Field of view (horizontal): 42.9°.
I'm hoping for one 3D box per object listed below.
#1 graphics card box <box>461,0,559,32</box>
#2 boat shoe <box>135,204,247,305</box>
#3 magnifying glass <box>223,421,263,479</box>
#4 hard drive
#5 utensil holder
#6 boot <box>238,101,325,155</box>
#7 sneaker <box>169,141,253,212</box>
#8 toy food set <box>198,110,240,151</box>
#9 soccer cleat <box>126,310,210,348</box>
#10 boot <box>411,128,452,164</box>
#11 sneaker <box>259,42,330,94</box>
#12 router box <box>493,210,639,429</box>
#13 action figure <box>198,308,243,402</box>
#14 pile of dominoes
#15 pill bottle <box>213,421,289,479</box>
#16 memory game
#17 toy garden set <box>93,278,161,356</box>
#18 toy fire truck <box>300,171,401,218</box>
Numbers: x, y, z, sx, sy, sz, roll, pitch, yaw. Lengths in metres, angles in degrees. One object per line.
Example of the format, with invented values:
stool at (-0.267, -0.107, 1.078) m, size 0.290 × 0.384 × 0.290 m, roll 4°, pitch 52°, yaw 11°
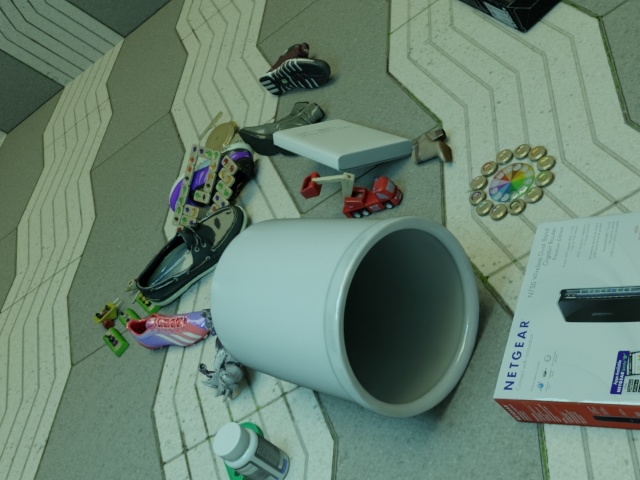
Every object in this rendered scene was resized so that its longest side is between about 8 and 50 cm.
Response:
graphics card box at (0.465, -0.658, 1.973) m, size 0.233 × 0.094 × 0.371 m, roll -42°, pitch 34°, yaw 5°
boat shoe at (-0.336, 0.023, 2.070) m, size 0.340 × 0.113 × 0.127 m, roll -39°, pitch 58°, yaw 5°
magnifying glass at (-0.154, 0.453, 1.560) m, size 0.092 × 0.026 × 0.231 m, roll -26°, pitch 37°, yaw 25°
hard drive at (0.047, -0.231, 1.926) m, size 0.203 × 0.040 × 0.307 m, roll -16°, pitch 24°, yaw -27°
utensil holder at (0.031, 0.113, 1.451) m, size 0.385 × 0.327 × 0.328 m, roll 5°, pitch 59°, yaw 51°
boot at (-0.103, -0.315, 2.247) m, size 0.246 × 0.083 × 0.161 m, roll 13°, pitch 58°, yaw 45°
sneaker at (-0.303, -0.144, 2.249) m, size 0.293 × 0.102 × 0.146 m, roll -35°, pitch 42°, yaw 18°
toy food set at (-0.297, -0.303, 2.466) m, size 0.132 × 0.038 × 0.192 m, roll -48°, pitch 39°, yaw 9°
soccer cleat at (-0.362, 0.208, 1.958) m, size 0.248 × 0.095 × 0.083 m, roll -16°, pitch 45°, yaw 36°
boot at (0.241, -0.193, 1.789) m, size 0.087 × 0.042 × 0.118 m, roll -32°, pitch 35°, yaw 30°
sneaker at (-0.053, -0.524, 2.371) m, size 0.281 × 0.106 × 0.163 m, roll 1°, pitch 53°, yaw 47°
router box at (0.445, 0.114, 1.223) m, size 0.301 × 0.082 × 0.336 m, roll -7°, pitch 50°, yaw 42°
action figure at (-0.205, 0.224, 1.760) m, size 0.185 × 0.099 × 0.285 m, roll -59°, pitch 19°, yaw 24°
pile of dominoes at (-0.320, -0.125, 2.179) m, size 0.196 × 0.040 × 0.251 m, roll 18°, pitch 95°, yaw 39°
pill bottle at (-0.128, 0.392, 1.491) m, size 0.078 × 0.137 × 0.078 m, roll -27°, pitch 38°, yaw 24°
memory game at (0.372, -0.118, 1.594) m, size 0.186 × 0.012 × 0.186 m, roll -28°, pitch 39°, yaw 25°
toy garden set at (-0.511, 0.168, 2.194) m, size 0.244 × 0.049 × 0.203 m, roll -51°, pitch 35°, yaw -7°
toy fire truck at (0.067, -0.110, 1.796) m, size 0.192 × 0.135 × 0.047 m, roll -16°, pitch 45°, yaw 36°
